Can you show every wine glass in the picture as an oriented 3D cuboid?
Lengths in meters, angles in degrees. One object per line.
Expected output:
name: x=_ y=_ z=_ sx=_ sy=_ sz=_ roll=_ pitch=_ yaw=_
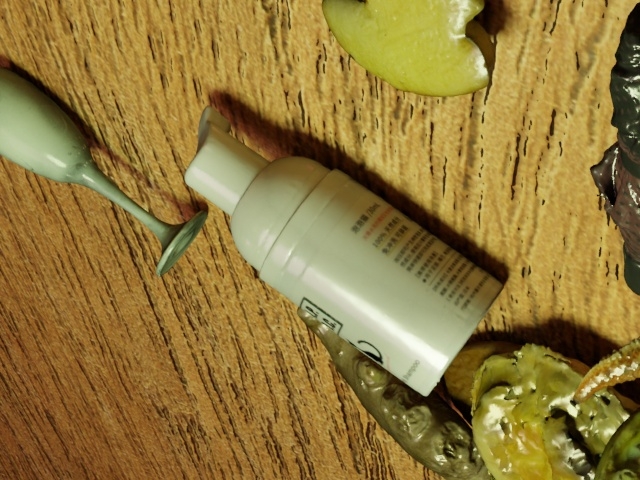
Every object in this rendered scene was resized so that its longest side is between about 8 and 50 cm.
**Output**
wine glass: x=-0.302 y=-0.054 z=2.207 sx=0.309 sy=0.096 sz=0.264 roll=36 pitch=155 yaw=5

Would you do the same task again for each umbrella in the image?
umbrella: x=0.277 y=-0.064 z=1.438 sx=0.090 sy=0.094 sz=0.326 roll=54 pitch=166 yaw=37

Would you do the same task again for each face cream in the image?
face cream: x=0.000 y=0.000 z=1.843 sx=0.370 sy=0.145 sz=0.145 roll=34 pitch=154 yaw=7

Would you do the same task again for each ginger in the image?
ginger: x=0.098 y=0.195 z=2.075 sx=0.333 sy=0.080 sz=0.166 roll=39 pitch=171 yaw=33

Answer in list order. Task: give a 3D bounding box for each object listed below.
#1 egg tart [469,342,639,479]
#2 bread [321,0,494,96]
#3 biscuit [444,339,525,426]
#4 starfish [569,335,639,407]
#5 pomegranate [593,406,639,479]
egg tart: x=0.257 y=0.236 z=1.850 sx=0.297 sy=0.132 sz=0.297 roll=31 pitch=149 yaw=22
bread: x=0.078 y=-0.201 z=1.517 sx=0.188 sy=0.065 sz=0.149 roll=13 pitch=134 yaw=47
biscuit: x=0.252 y=0.196 z=1.964 sx=0.262 sy=0.037 sz=0.262 roll=30 pitch=153 yaw=17
starfish: x=0.407 y=0.125 z=1.478 sx=0.293 sy=0.084 sz=0.301 roll=36 pitch=116 yaw=-1
pomegranate: x=0.397 y=0.300 z=1.613 sx=0.310 sy=0.358 sz=0.216 roll=8 pitch=166 yaw=15
